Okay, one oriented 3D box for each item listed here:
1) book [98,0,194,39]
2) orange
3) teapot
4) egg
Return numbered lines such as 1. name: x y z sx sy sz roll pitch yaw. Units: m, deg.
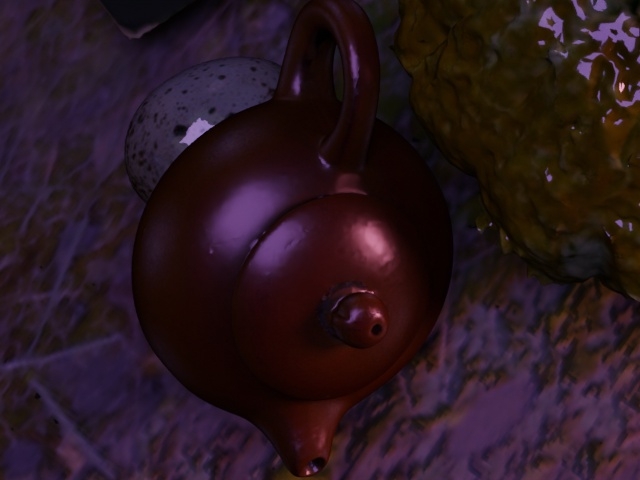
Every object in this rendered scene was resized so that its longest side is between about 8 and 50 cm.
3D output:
1. book: -0.035 -0.299 0.835 0.371 0.043 0.260 -28 113 23
2. orange: 0.178 -0.109 0.811 0.300 0.223 0.301 -2 82 13
3. teapot: 0.000 0.000 0.827 0.178 0.135 0.252 -4 114 -30
4. egg: -0.060 -0.059 0.903 0.110 0.085 0.085 -44 78 -8
